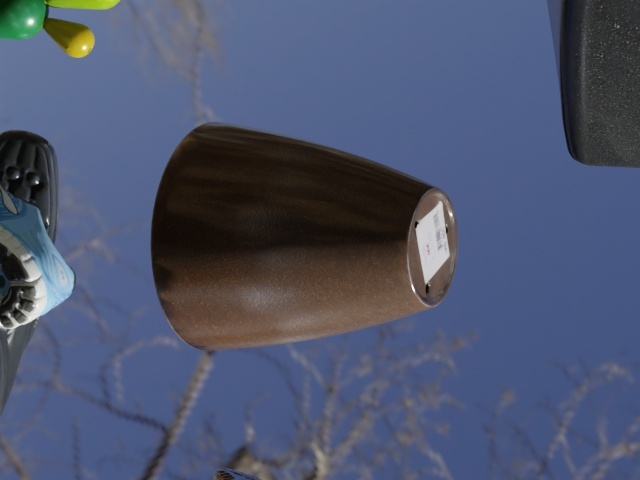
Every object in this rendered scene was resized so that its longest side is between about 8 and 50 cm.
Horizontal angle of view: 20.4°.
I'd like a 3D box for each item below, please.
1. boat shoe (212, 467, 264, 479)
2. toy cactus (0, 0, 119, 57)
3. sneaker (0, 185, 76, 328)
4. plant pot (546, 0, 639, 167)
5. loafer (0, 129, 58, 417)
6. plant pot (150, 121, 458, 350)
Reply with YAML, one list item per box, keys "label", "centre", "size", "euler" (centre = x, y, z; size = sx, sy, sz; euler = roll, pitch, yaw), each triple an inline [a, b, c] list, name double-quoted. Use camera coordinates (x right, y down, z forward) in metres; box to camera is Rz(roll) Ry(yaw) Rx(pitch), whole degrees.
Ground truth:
- label: "boat shoe"
  centre: [-0.046, 0.257, 1.402]
  size: [0.342, 0.123, 0.123]
  euler: [70, 38, -86]
- label: "toy cactus"
  centre: [-0.222, -0.126, 1.061]
  size: [0.219, 0.112, 0.180]
  euler: [-22, 175, -29]
- label: "sneaker"
  centre: [-0.213, -0.011, 1.101]
  size: [0.063, 0.162, 0.073]
  euler: [-49, 162, 25]
- label: "plant pot"
  centre: [0.197, -0.137, 0.898]
  size: [0.188, 0.167, 0.187]
  euler: [2, -132, -2]
- label: "loafer"
  centre: [-0.226, 0.027, 1.222]
  size: [0.076, 0.223, 0.078]
  euler: [15, -164, -4]
- label: "plant pot"
  centre: [0.000, 0.000, 1.621]
  size: [0.230, 0.215, 0.215]
  euler: [2, -142, 28]
